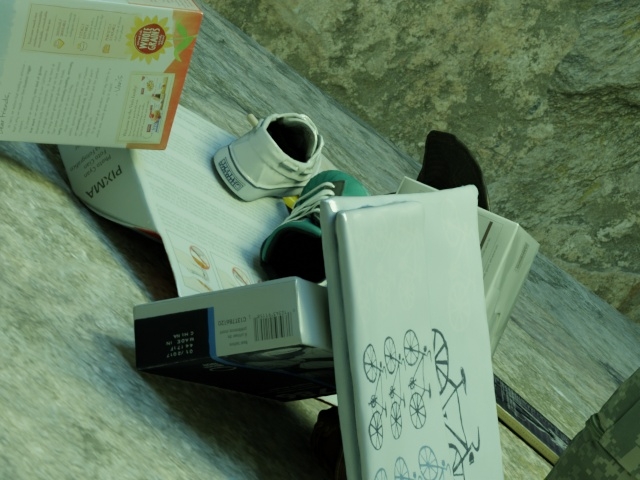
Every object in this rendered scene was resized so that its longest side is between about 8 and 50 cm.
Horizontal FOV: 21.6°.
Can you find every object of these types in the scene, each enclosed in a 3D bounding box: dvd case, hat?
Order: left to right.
[{"bbox_3d":[0.119,0.021,2.239,0.133,0.331,0.331,-4,26,-15],"label":"hat"},{"bbox_3d":[0.295,0.259,2.347,0.221,0.018,0.164,40,10,-3],"label":"dvd case"}]

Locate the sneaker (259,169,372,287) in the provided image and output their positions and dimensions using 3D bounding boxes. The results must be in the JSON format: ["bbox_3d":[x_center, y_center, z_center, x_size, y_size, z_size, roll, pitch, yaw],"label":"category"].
[{"bbox_3d":[0.000,0.000,1.809,0.121,0.108,0.302,47,21,-29],"label":"sneaker"}]

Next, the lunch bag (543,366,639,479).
[{"bbox_3d":[0.383,0.310,1.791,0.305,0.256,0.212,47,13,25],"label":"lunch bag"}]

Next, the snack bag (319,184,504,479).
[{"bbox_3d":[0.098,0.114,1.514,0.342,0.037,0.323,-8,91,-64],"label":"snack bag"}]

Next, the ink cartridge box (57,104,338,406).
[{"bbox_3d":[-0.123,0.015,1.798,0.308,0.091,0.385,29,32,-49],"label":"ink cartridge box"}]

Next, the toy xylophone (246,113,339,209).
[{"bbox_3d":[-0.018,-0.068,2.424,0.236,0.081,0.323,30,14,-44],"label":"toy xylophone"}]

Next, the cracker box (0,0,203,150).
[{"bbox_3d":[-0.245,-0.175,1.620,0.232,0.156,0.067,2,31,-31],"label":"cracker box"}]

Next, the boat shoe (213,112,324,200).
[{"bbox_3d":[-0.036,-0.103,1.934,0.095,0.084,0.258,53,20,-1],"label":"boat shoe"}]

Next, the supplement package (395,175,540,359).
[{"bbox_3d":[0.145,0.057,1.982,0.145,0.204,0.262,23,0,13],"label":"supplement package"}]

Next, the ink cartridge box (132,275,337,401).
[{"bbox_3d":[-0.013,0.098,1.523,0.332,0.165,0.065,18,63,-60],"label":"ink cartridge box"}]

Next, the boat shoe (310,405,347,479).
[{"bbox_3d":[0.019,0.193,1.546,0.060,0.064,0.178,9,10,1],"label":"boat shoe"}]
